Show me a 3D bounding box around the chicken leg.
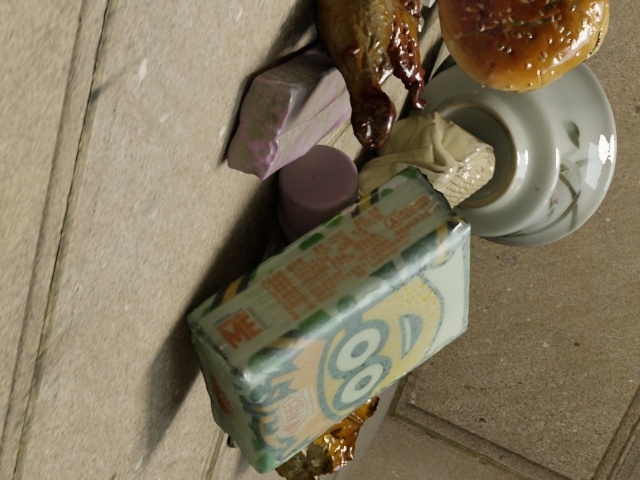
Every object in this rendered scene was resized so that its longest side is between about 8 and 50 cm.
[{"bbox_3d":[0.056,-0.203,1.552,0.177,0.083,0.322,67,19,-10],"label":"chicken leg"}]

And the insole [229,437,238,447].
[{"bbox_3d":[-0.108,0.276,2.233,0.063,0.010,0.192,-63,171,-8],"label":"insole"}]

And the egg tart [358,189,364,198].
[{"bbox_3d":[0.028,0.028,1.944,0.078,0.197,0.197,-13,143,-23],"label":"egg tart"}]

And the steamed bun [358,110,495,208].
[{"bbox_3d":[0.131,-0.104,2.214,0.218,0.144,0.211,-39,166,17],"label":"steamed bun"}]

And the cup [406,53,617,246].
[{"bbox_3d":[0.264,-0.143,2.359,0.163,0.347,0.347,-21,137,-54],"label":"cup"}]

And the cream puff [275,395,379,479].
[{"bbox_3d":[-0.007,0.253,2.319,0.269,0.154,0.241,177,-66,-84],"label":"cream puff"}]

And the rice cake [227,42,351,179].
[{"bbox_3d":[-0.017,-0.141,1.555,0.298,0.050,0.106,-44,156,-66],"label":"rice cake"}]

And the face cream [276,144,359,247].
[{"bbox_3d":[0.000,0.000,1.805,0.096,0.154,0.274,-34,152,-18],"label":"face cream"}]

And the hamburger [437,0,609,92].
[{"bbox_3d":[0.285,-0.343,2.148,0.146,0.243,0.286,40,59,-78],"label":"hamburger"}]

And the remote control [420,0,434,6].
[{"bbox_3d":[0.166,-0.411,1.936,0.103,0.034,0.250,-59,169,-35],"label":"remote control"}]

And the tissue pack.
[{"bbox_3d":[0.016,0.090,1.685,0.311,0.128,0.228,-33,148,-18],"label":"tissue pack"}]
